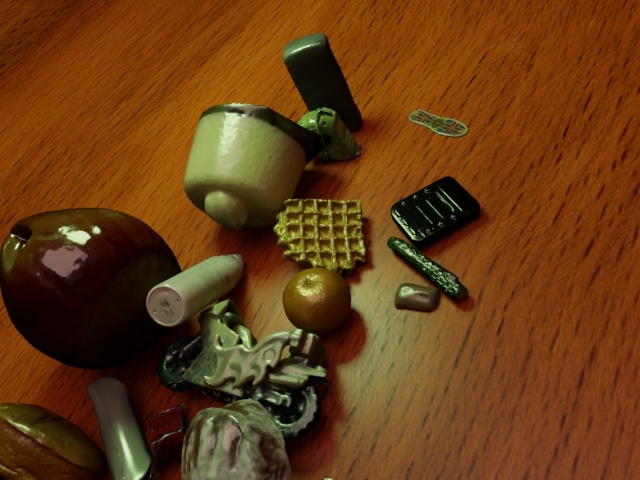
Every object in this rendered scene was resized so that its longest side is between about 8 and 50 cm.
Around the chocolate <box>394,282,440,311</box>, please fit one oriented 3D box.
[{"bbox_3d":[0.215,0.125,1.363,0.100,0.031,0.065,9,61,27],"label":"chocolate"}]

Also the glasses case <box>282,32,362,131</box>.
[{"bbox_3d":[0.009,-0.427,1.706,0.131,0.323,0.074,-13,50,18],"label":"glasses case"}]

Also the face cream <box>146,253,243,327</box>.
[{"bbox_3d":[-0.277,0.104,1.431,0.102,0.102,0.345,-8,8,17],"label":"face cream"}]

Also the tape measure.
[{"bbox_3d":[0.006,-0.294,1.711,0.154,0.177,0.088,-12,45,29],"label":"tape measure"}]

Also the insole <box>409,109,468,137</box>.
[{"bbox_3d":[0.328,-0.329,1.706,0.065,0.006,0.193,-44,50,-16],"label":"insole"}]

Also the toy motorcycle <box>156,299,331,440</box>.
[{"bbox_3d":[-0.160,0.267,1.320,0.410,0.169,0.237,16,66,26],"label":"toy motorcycle"}]

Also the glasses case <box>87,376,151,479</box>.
[{"bbox_3d":[-0.428,0.441,1.323,0.083,0.128,0.308,-15,42,-24],"label":"glasses case"}]

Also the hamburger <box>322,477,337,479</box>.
[{"bbox_3d":[0.039,0.514,1.073,0.137,0.087,0.166,0,53,31],"label":"hamburger"}]

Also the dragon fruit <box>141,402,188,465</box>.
[{"bbox_3d":[-0.323,0.430,1.309,0.102,0.096,0.147,-23,15,-10],"label":"dragon fruit"}]

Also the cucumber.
[{"bbox_3d":[0.238,0.055,1.399,0.043,0.044,0.256,-1,29,-40],"label":"cucumber"}]

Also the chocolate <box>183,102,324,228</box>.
[{"bbox_3d":[-0.198,-0.165,1.618,0.314,0.326,0.297,-7,70,47],"label":"chocolate"}]

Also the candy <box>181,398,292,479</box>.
[{"bbox_3d":[-0.159,0.446,1.122,0.214,0.157,0.290,-18,73,37],"label":"candy"}]

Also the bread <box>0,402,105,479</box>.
[{"bbox_3d":[-0.601,0.449,1.312,0.269,0.195,0.143,32,76,4],"label":"bread"}]

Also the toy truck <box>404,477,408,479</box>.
[{"bbox_3d":[0.149,0.541,0.996,0.135,0.114,0.270,6,57,21],"label":"toy truck"}]

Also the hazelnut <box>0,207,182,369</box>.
[{"bbox_3d":[-0.518,0.097,1.426,0.402,0.429,0.402,-6,71,17],"label":"hazelnut"}]

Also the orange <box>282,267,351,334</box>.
[{"bbox_3d":[-0.006,0.139,1.371,0.158,0.136,0.159,-11,37,9],"label":"orange"}]

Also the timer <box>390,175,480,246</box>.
[{"bbox_3d":[0.277,-0.069,1.484,0.187,0.055,0.144,-28,49,-6],"label":"timer"}]

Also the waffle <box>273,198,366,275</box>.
[{"bbox_3d":[0.000,0.000,1.492,0.229,0.057,0.219,-1,57,-7],"label":"waffle"}]
